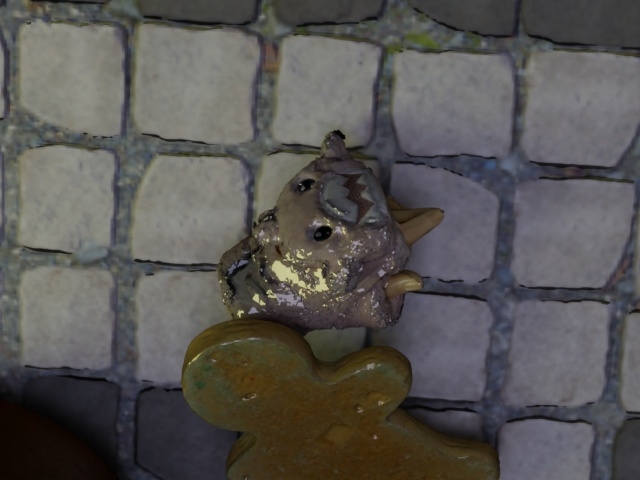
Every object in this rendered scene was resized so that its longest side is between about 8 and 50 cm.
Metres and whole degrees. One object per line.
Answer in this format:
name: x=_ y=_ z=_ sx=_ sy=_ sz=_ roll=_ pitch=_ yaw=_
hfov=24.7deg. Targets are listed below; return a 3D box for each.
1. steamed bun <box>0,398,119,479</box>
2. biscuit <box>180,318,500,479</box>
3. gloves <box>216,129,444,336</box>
steamed bun: x=-0.315 y=0.248 z=0.944 sx=0.379 sy=0.235 sz=0.248 roll=-31 pitch=104 yaw=12
biscuit: x=0.007 y=0.125 z=0.950 sx=0.234 sy=0.030 sz=0.153 roll=37 pitch=115 yaw=-26
gloves: x=0.000 y=0.009 z=0.924 sx=0.144 sy=0.094 sz=0.110 roll=-49 pitch=53 yaw=14
